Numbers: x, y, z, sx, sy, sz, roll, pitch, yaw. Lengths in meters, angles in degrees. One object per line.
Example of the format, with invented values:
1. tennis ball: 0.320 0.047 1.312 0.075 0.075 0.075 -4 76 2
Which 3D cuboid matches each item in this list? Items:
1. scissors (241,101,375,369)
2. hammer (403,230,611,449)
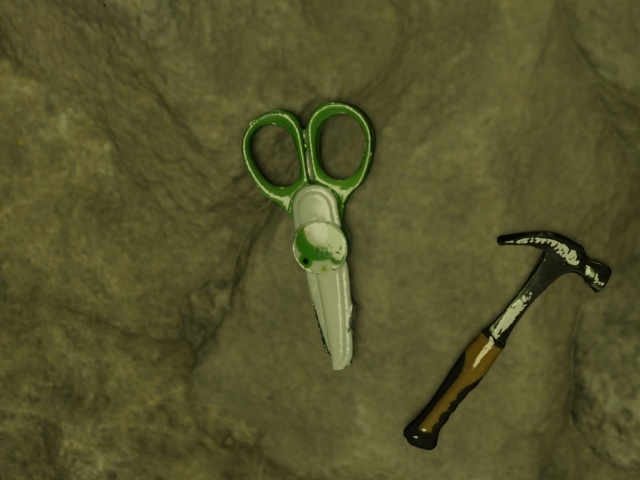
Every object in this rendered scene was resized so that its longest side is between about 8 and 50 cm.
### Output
1. scissors: 0.000 0.000 0.572 0.101 0.027 0.204 -5 101 17
2. hammer: 0.122 0.077 0.563 0.078 0.021 0.201 35 108 4
